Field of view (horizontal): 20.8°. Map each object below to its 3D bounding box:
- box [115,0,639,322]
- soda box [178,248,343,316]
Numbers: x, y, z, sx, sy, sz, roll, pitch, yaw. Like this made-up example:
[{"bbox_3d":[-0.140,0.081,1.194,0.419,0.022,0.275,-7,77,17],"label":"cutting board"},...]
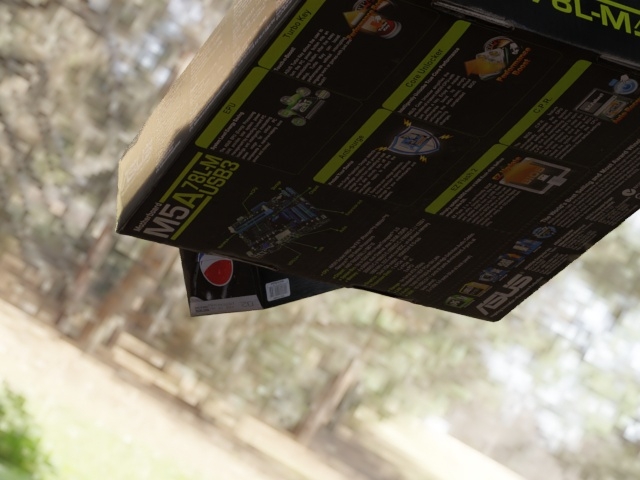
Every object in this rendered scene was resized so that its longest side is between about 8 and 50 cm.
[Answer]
[{"bbox_3d":[0.039,-0.041,0.675,0.184,0.045,0.191,16,-35,-22],"label":"box"},{"bbox_3d":[0.000,0.000,0.964,0.060,0.053,0.169,-8,3,42],"label":"soda box"}]
